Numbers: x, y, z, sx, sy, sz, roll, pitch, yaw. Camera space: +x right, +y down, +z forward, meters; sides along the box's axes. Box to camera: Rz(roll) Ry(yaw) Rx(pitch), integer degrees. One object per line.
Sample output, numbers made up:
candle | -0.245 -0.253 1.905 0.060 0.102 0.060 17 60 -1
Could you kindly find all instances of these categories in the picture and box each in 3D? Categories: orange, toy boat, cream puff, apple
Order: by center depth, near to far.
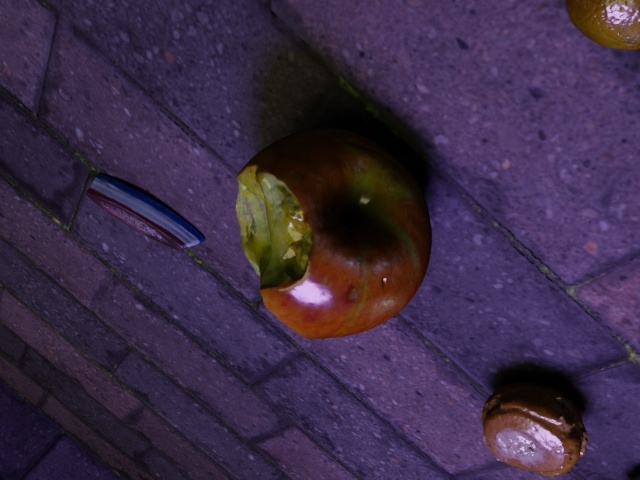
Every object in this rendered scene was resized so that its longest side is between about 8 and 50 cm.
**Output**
orange | 0.245 -0.193 0.473 0.095 0.085 0.085 29 139 -2
apple | 0.000 0.000 0.704 0.246 0.246 0.226 42 148 -5
cream puff | 0.298 0.257 0.839 0.144 0.103 0.126 -5 111 38
toy boat | -0.305 -0.042 1.034 0.229 0.046 0.080 29 136 12

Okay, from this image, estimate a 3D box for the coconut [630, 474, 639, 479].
coconut | 0.465 0.372 0.844 0.081 0.082 0.083 41 138 -12
